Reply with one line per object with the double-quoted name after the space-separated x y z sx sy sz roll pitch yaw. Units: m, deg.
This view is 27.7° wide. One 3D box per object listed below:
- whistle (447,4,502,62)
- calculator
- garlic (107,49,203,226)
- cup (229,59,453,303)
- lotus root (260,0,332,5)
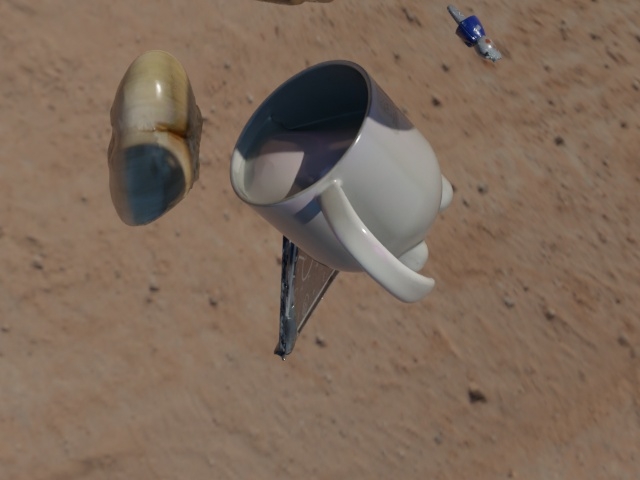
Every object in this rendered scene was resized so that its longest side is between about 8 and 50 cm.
0.166 -0.223 1.398 0.029 0.033 0.083 -46 71 27 "whistle"
0.001 0.000 1.355 0.028 0.274 0.165 10 115 12 "calculator"
-0.171 -0.103 1.298 0.099 0.124 0.174 0 97 -1 "garlic"
0.036 -0.039 0.990 0.142 0.173 0.134 42 77 -36 "cup"
-0.025 -0.442 1.519 0.111 0.375 0.390 11 156 14 "lotus root"
